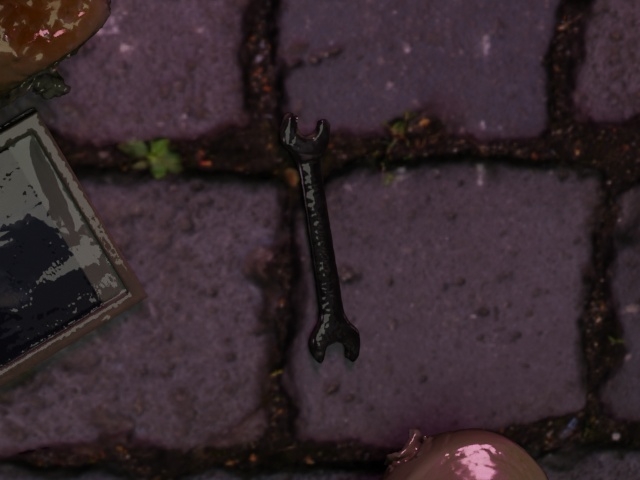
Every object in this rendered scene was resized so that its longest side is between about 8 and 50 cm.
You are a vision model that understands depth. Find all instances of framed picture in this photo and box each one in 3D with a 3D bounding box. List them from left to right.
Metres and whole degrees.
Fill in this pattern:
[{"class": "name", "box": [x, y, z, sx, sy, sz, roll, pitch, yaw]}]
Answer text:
[{"class": "framed picture", "box": [-0.320, 0.039, 1.275, 0.281, 0.019, 0.209, -33, 111, -9]}]

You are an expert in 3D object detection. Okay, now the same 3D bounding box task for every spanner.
[{"class": "spanner", "box": [0.000, 0.000, 1.375, 0.054, 0.015, 0.254, -13, 107, -15]}]

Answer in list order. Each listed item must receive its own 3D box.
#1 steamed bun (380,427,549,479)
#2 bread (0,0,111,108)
[{"class": "steamed bun", "box": [0.104, 0.282, 1.408, 0.152, 0.170, 0.238, 41, 86, 0]}, {"class": "bread", "box": [-0.293, -0.198, 1.132, 0.176, 0.195, 0.246, -43, 112, -9]}]
